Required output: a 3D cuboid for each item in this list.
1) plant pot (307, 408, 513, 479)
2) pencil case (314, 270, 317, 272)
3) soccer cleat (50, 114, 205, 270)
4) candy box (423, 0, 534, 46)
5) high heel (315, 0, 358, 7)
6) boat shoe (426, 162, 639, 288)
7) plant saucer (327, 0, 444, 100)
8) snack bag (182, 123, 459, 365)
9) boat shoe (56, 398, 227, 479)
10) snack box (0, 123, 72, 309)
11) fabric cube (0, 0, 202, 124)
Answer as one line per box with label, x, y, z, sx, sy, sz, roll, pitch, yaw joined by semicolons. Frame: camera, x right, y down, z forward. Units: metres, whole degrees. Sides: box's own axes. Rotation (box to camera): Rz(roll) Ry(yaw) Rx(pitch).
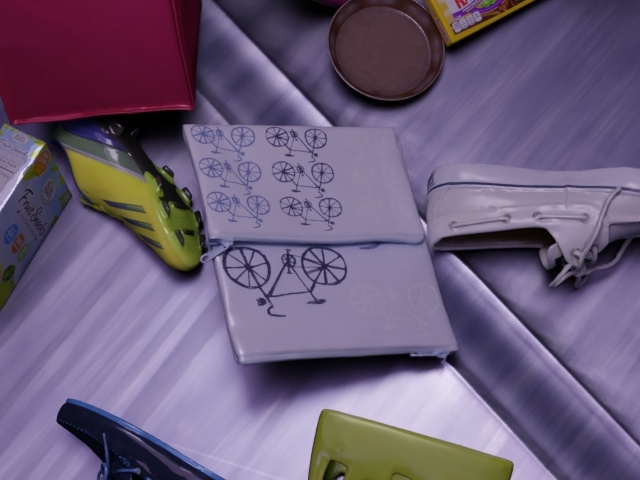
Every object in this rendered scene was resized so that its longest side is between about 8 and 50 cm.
plant pot;0.085;0.332;1.456;0.227;0.228;0.207;14;78;7
pencil case;-0.088;-0.028;1.658;0.104;0.104;0.236;-24;68;-7
soccer cleat;-0.261;-0.064;1.701;0.121;0.093;0.289;-41;75;18
candy box;0.243;-0.367;1.787;0.206;0.027;0.105;-30;91;-16
high heel;-0.017;-0.448;1.672;0.181;0.377;0.127;-35;53;26
boat shoe;0.316;-0.007;1.620;0.367;0.136;0.156;5;69;7
plant saucer;0.090;-0.271;1.771;0.168;0.029;0.168;3;73;-9
snack bag;0.000;0.000;1.600;0.323;0.037;0.343;0;62;-26
boat shoe;-0.223;0.283;1.544;0.258;0.109;0.089;27;76;14
snack box;-0.417;-0.022;1.629;0.070;0.174;0.207;24;72;10
fabric cube;-0.298;-0.336;1.657;0.259;0.254;0.258;-4;41;1
